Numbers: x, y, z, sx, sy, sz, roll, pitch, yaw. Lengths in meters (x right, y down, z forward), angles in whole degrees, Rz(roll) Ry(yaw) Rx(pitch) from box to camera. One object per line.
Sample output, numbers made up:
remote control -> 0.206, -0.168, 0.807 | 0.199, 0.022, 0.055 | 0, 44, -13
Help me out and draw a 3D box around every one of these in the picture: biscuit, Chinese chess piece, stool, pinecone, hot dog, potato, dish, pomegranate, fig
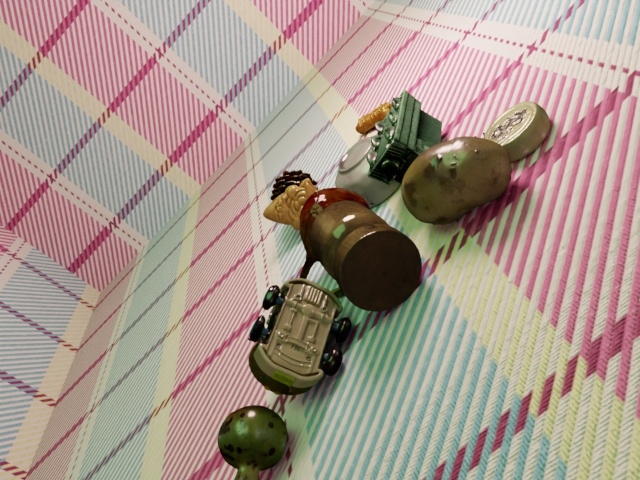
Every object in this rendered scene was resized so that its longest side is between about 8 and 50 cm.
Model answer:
biscuit -> -0.067, -0.105, 1.808 | 0.250, 0.163, 0.035 | -12, -5, 18
Chinese chess piece -> 0.422, -0.235, 1.244 | 0.144, 0.058, 0.144 | -40, 24, 22
stool -> 0.090, 0.026, 1.282 | 0.179, 0.179, 0.264 | -48, 22, 2
pinecone -> -0.089, -0.136, 1.905 | 0.162, 0.162, 0.165 | -26, 46, 43
hot dog -> 0.185, -0.419, 1.974 | 0.165, 0.045, 0.071 | -24, 31, 47
potato -> 0.278, -0.131, 1.212 | 0.262, 0.165, 0.165 | -34, 27, 47
dish -> 0.136, -0.209, 1.646 | 0.256, 0.117, 0.256 | -39, 24, 21
pomegranate -> -0.135, 0.419, 1.156 | 0.148, 0.148, 0.169 | -21, 61, 48
fig -> 0.031, 0.010, 1.509 | 0.191, 0.190, 0.291 | -127, 43, -67

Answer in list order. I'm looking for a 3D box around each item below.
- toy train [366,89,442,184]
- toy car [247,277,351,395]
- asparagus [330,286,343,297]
toy train -> 0.224, -0.247, 1.475 | 0.139, 0.178, 0.330 | -56, 10, 39
toy car -> -0.064, 0.231, 1.282 | 0.198, 0.204, 0.248 | 121, 173, -47
asparagus -> 0.046, 0.126, 1.407 | 0.108, 0.021, 0.025 | -32, 27, 36
